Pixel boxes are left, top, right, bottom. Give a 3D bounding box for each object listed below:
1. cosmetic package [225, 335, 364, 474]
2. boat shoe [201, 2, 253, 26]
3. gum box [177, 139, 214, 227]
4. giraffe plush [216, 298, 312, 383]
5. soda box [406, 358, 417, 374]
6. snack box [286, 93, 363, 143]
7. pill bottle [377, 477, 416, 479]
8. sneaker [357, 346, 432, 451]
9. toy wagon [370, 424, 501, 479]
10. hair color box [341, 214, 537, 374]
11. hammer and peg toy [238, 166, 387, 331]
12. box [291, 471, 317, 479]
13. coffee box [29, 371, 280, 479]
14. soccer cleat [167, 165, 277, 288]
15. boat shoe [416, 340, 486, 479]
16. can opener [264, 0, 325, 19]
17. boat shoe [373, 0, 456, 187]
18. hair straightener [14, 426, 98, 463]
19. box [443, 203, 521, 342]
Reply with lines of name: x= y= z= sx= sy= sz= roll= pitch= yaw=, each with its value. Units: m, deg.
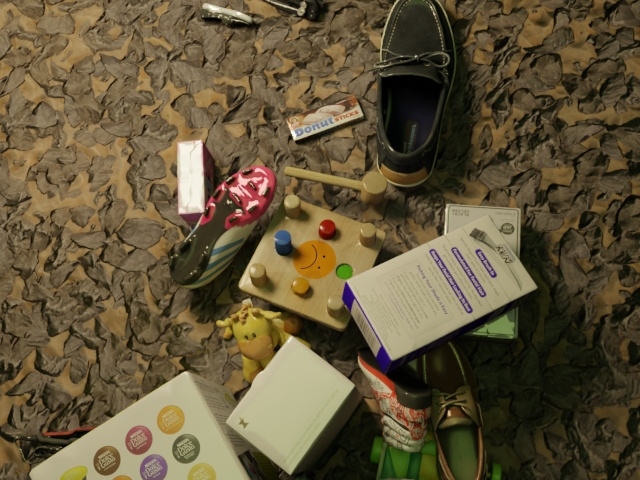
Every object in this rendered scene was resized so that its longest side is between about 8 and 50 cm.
cosmetic package: x=-0.034 y=0.328 z=1.384 sx=0.155 sy=0.365 sz=0.197 roll=35 pitch=82 yaw=14
boat shoe: x=-0.239 y=-0.569 z=1.820 sx=0.142 sy=0.049 sz=0.040 roll=19 pitch=96 yaw=12
gum box: x=-0.291 y=-0.137 z=1.671 sx=0.062 sy=0.107 sz=0.188 roll=-5 pitch=74 yaw=4
giraffe plush: x=-0.130 y=0.201 z=1.530 sx=0.181 sy=0.170 sz=0.210 roll=-38 pitch=74 yaw=-5
soda box: x=0.208 y=0.242 z=1.535 sx=0.069 sy=0.074 sz=0.216 roll=-44 pitch=75 yaw=-6
snack box: x=0.011 y=-0.296 z=1.729 sx=0.178 sy=0.022 sz=0.064 roll=-20 pitch=75 yaw=0
pill bottle: x=0.141 y=0.643 z=1.309 sx=0.204 sy=0.204 sz=0.361 roll=9 pitch=97 yaw=8
sneaker: x=0.140 y=0.326 z=1.464 sx=0.090 sy=0.270 sz=0.145 roll=-1 pitch=104 yaw=-21
toy wagon: x=0.217 y=0.554 z=1.452 sx=0.267 sy=0.068 sz=0.344 roll=10 pitch=76 yaw=9
hair color box: x=0.234 y=0.105 z=1.423 sx=0.339 sy=0.110 sz=0.185 roll=-24 pitch=69 yaw=-13
hammer and peg toy: x=0.000 y=0.000 z=1.590 sx=0.266 sy=0.127 sz=0.361 roll=20 pitch=65 yaw=11
box: x=-0.008 y=0.547 z=1.397 sx=0.051 sy=0.220 sz=0.175 roll=-24 pitch=74 yaw=-4
coffee box: x=-0.278 y=0.493 z=1.378 sx=0.337 sy=0.338 sz=0.334 roll=-32 pitch=73 yaw=-4
soccer cleat: x=-0.213 y=-0.029 z=1.608 sx=0.116 sy=0.143 sz=0.331 roll=42 pitch=92 yaw=16
boat shoe: x=0.266 y=0.340 z=1.405 sx=0.123 sy=0.116 sz=0.324 roll=-13 pitch=76 yaw=2
can opener: x=-0.082 y=-0.608 z=1.815 sx=0.186 sy=0.073 sz=0.059 roll=19 pitch=116 yaw=14
boat shoe: x=0.219 y=-0.375 z=1.664 sx=0.187 sy=0.156 sz=0.500 roll=6 pitch=74 yaw=9
hair straightener: x=-0.562 y=0.448 z=1.550 sx=0.230 sy=0.047 sz=0.089 roll=0 pitch=37 yaw=6
box: x=0.346 y=0.073 z=1.561 sx=0.169 sy=0.087 sz=0.290 roll=3 pitch=75 yaw=6
